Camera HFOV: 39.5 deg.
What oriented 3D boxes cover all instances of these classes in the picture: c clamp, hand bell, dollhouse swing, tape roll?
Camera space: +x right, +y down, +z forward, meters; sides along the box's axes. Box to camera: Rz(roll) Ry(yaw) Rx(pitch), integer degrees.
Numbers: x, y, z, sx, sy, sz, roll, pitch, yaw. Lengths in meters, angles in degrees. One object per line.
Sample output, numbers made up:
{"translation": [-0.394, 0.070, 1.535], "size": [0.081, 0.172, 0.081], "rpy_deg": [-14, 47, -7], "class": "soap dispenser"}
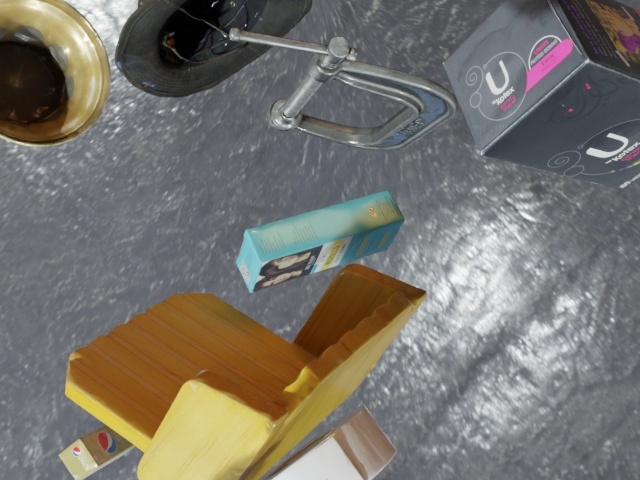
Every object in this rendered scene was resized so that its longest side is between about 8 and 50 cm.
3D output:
{"translation": [0.009, -0.087, 0.539], "size": [0.137, 0.160, 0.022], "rpy_deg": [10, 79, -8], "class": "c clamp"}
{"translation": [-0.289, -0.124, 0.789], "size": [0.126, 0.242, 0.126], "rpy_deg": [4, 83, -34], "class": "hand bell"}
{"translation": [-0.114, 0.124, 1.160], "size": [0.305, 0.347, 0.315], "rpy_deg": [42, 130, 14], "class": "dollhouse swing"}
{"translation": [-0.008, 0.405, 1.532], "size": [0.286, 0.286, 0.100], "rpy_deg": [-37, 83, 10], "class": "tape roll"}

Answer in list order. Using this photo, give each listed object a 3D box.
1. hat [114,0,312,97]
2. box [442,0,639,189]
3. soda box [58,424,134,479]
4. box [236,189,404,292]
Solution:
{"translation": [-0.182, -0.372, 1.383], "size": [0.331, 0.331, 0.134], "rpy_deg": [-30, 70, 8], "class": "hat"}
{"translation": [0.306, -0.176, 1.031], "size": [0.270, 0.143, 0.165], "rpy_deg": [8, 143, -36], "class": "box"}
{"translation": [-0.394, 0.376, 1.635], "size": [0.058, 0.181, 0.061], "rpy_deg": [-39, 83, 18], "class": "soda box"}
{"translation": [0.000, 0.000, 1.353], "size": [0.244, 0.100, 0.060], "rpy_deg": [-17, 66, -23], "class": "box"}
